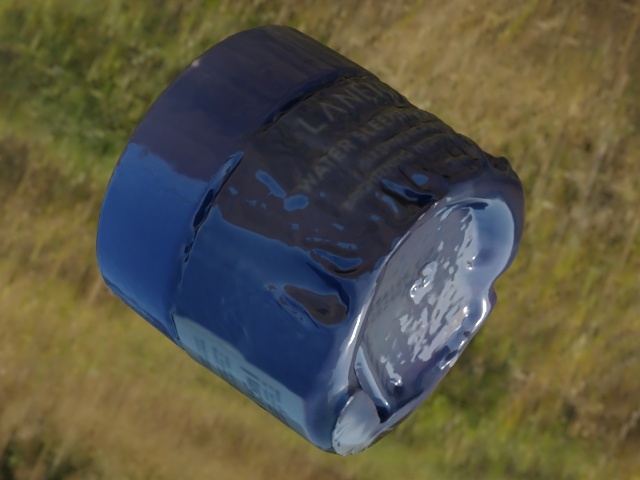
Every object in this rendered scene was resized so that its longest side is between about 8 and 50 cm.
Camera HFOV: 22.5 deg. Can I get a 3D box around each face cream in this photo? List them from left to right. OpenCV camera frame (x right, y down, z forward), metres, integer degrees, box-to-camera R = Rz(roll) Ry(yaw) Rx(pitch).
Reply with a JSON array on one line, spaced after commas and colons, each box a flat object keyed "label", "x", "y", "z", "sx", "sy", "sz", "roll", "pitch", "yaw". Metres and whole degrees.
[{"label": "face cream", "x": 0.000, "y": 0.000, "z": 1.171, "sx": 0.225, "sy": 0.249, "sz": 0.249, "roll": 34, "pitch": 172, "yaw": 24}]
